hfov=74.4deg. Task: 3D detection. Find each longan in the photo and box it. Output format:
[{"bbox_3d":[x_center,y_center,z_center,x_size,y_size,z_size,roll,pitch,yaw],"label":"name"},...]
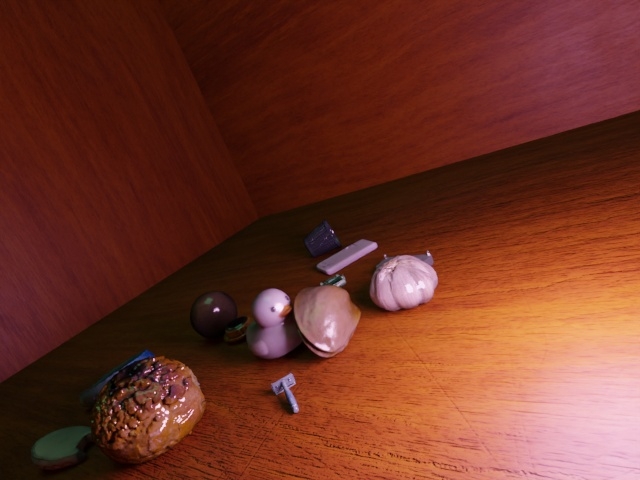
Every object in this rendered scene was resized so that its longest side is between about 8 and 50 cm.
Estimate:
[{"bbox_3d":[-0.441,0.305,1.747,0.196,0.197,0.220,-24,-2,-1],"label":"longan"}]

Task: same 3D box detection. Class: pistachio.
[{"bbox_3d":[0.007,0.240,1.305,0.212,0.163,0.260,22,28,9],"label":"pistachio"}]

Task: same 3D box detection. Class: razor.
[{"bbox_3d":[-0.084,0.413,1.124,0.068,0.040,0.135,-27,20,-12],"label":"razor"}]

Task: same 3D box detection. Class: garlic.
[{"bbox_3d":[0.258,0.133,1.354,0.227,0.152,0.228,-19,9,3],"label":"garlic"}]

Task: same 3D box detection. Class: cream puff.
[{"bbox_3d":[-0.493,0.457,1.211,0.326,0.231,0.343,-22,14,18],"label":"cream puff"}]

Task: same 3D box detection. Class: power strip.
[{"bbox_3d":[0.298,0.099,1.586,0.215,0.061,0.145,-9,19,46],"label":"power strip"}]

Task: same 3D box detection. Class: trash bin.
[{"bbox_3d":[0.000,0.000,2.219,0.161,0.176,0.175,-32,14,6],"label":"trash bin"}]

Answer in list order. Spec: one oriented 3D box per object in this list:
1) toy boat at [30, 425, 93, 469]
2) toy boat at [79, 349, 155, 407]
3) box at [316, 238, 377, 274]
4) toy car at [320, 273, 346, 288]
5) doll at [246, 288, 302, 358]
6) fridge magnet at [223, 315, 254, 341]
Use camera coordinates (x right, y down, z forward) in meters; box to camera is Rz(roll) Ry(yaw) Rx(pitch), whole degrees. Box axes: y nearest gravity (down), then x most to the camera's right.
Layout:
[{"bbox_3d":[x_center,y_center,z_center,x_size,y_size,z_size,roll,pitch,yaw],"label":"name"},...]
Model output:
[{"bbox_3d":[-0.799,0.657,1.321,0.207,0.079,0.134,-10,24,8],"label":"toy boat"},{"bbox_3d":[-0.749,0.540,1.608,0.329,0.123,0.215,-32,4,14],"label":"toy boat"},{"bbox_3d":[0.124,0.074,1.985,0.285,0.044,0.142,-28,17,-19],"label":"box"},{"bbox_3d":[0.052,0.180,1.687,0.093,0.058,0.186,-26,3,-9],"label":"toy car"},{"bbox_3d":[-0.161,0.265,1.393,0.251,0.221,0.221,-25,9,45],"label":"doll"},{"bbox_3d":[-0.318,0.346,1.658,0.142,0.063,0.143,-22,18,8],"label":"fridge magnet"}]
